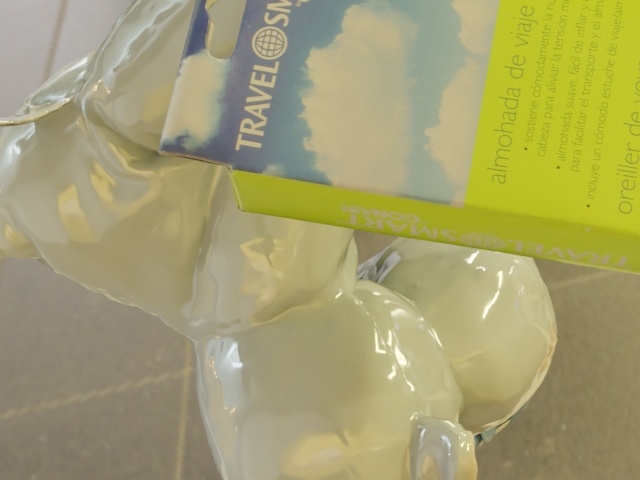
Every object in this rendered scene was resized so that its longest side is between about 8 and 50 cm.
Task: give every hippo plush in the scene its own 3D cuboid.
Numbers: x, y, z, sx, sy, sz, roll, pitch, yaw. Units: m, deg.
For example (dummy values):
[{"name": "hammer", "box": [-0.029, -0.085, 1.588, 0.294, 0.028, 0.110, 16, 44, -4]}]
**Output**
[{"name": "hippo plush", "box": [0.000, 0.000, 0.623, 0.294, 0.237, 0.234, -30, -6, -41]}]

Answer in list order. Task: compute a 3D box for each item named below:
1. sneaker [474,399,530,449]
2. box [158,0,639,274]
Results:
[{"name": "sneaker", "box": [0.095, 0.110, 0.980, 0.144, 0.053, 0.059, -41, -3, -14]}, {"name": "box", "box": [0.048, -0.053, 0.482, 0.178, 0.042, 0.109, 10, 71, 5]}]
